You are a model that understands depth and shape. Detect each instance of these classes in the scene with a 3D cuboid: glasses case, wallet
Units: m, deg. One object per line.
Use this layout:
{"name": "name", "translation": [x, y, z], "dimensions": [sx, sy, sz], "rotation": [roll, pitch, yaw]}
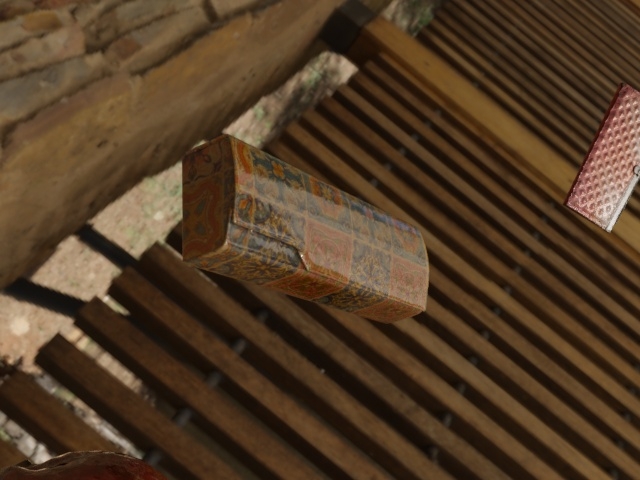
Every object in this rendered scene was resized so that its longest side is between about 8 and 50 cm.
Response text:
{"name": "glasses case", "translation": [0.000, 0.000, 0.530], "dimensions": [0.049, 0.075, 0.218], "rotation": [-21, 153, 33]}
{"name": "wallet", "translation": [0.427, -0.118, 1.095], "dimensions": [0.196, 0.103, 0.020], "rotation": [-63, -158, 0]}

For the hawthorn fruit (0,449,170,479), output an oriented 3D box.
{"name": "hawthorn fruit", "translation": [-0.201, 0.341, 0.550], "dimensions": [0.285, 0.368, 0.284], "rotation": [-18, 159, -7]}
